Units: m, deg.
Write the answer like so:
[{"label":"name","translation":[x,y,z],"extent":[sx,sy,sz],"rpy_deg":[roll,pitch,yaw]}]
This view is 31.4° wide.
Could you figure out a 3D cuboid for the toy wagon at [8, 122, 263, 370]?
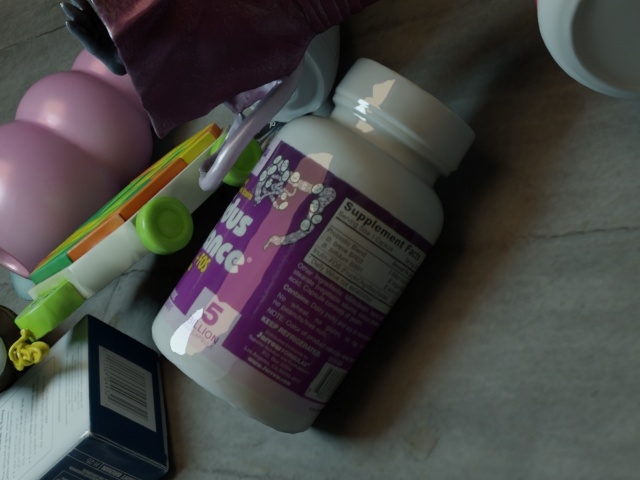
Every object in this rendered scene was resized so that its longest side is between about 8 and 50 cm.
[{"label":"toy wagon","translation":[-0.212,0.000,1.207],"extent":[0.267,0.068,0.344],"rpy_deg":[-24,18,52]}]

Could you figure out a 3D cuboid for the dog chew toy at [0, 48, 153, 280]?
[{"label":"dog chew toy","translation":[-0.307,-0.116,1.425],"extent":[0.206,0.206,0.332],"rpy_deg":[6,59,52]}]

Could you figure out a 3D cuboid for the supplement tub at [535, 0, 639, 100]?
[{"label":"supplement tub","translation":[0.248,-0.260,0.870],"extent":[0.191,0.191,0.272],"rpy_deg":[-30,43,33]}]

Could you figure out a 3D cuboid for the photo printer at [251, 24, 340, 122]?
[{"label":"photo printer","translation":[-0.084,-0.286,1.184],"extent":[0.107,0.307,0.256],"rpy_deg":[-25,37,20]}]

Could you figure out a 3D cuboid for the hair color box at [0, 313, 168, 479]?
[{"label":"hair color box","translation":[-0.314,0.257,1.208],"extent":[0.347,0.105,0.174],"rpy_deg":[-41,35,21]}]

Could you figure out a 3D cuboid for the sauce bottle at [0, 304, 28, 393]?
[{"label":"sauce bottle","translation":[-0.384,0.125,1.292],"extent":[0.111,0.111,0.344],"rpy_deg":[-63,13,-9]}]

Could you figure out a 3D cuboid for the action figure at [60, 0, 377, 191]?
[{"label":"action figure","translation":[-0.008,-0.209,0.933],"extent":[0.370,0.276,0.248],"rpy_deg":[-22,20,12]}]

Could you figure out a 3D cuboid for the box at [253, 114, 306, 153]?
[{"label":"box","translation":[-0.046,-0.116,1.258],"extent":[0.067,0.018,0.083],"rpy_deg":[-23,47,38]}]

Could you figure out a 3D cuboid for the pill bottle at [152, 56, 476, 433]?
[{"label":"pill bottle","translation":[0.000,0.000,0.983],"extent":[0.301,0.169,0.169],"rpy_deg":[-56,35,0]}]

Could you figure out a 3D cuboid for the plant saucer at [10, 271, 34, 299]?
[{"label":"plant saucer","translation":[-0.376,-0.013,1.557],"extent":[0.195,0.037,0.195],"rpy_deg":[-31,42,33]}]
